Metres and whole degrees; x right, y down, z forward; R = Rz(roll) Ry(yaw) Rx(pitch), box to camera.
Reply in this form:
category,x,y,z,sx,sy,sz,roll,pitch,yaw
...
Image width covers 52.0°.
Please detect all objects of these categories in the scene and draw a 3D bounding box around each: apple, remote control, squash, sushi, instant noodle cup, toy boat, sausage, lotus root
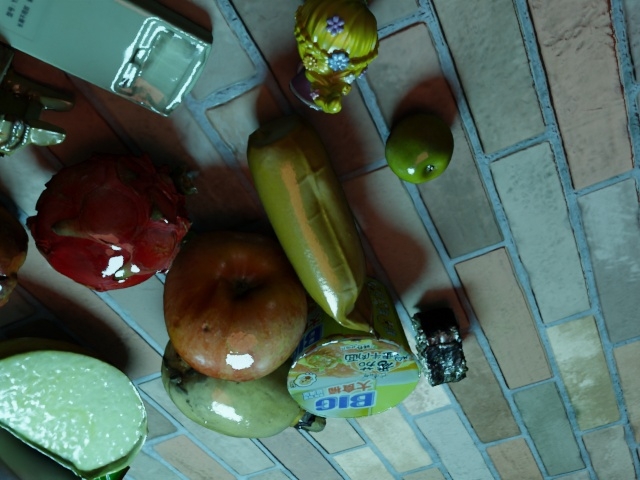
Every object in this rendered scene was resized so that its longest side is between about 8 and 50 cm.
category,x,y,z,sx,sy,sz,roll,pitch,yaw
apple,-0.115,0.083,0.898,0.210,0.209,0.164,3,150,-8
remote control,-0.262,-0.238,0.707,0.285,0.038,0.123,21,128,-25
apple,-0.434,0.255,1.041,0.254,0.179,0.346,-24,132,13
apple,0.126,-0.115,0.828,0.090,0.074,0.089,-17,147,-12
squash,-0.211,0.009,0.940,0.083,0.027,0.027,-29,129,18
sushi,0.196,0.177,1.092,0.078,0.090,0.150,-14,131,3
instant noodle cup,0.048,0.156,1.016,0.205,0.153,0.205,-1,133,-2
toy boat,-0.420,-0.189,0.696,0.310,0.089,0.115,26,135,-26
remote control,-0.497,0.377,1.097,0.332,0.103,0.221,29,155,26
sausage,0.001,-0.002,0.847,0.112,0.112,0.328,-19,115,12
lotus root,-0.112,0.237,1.056,0.183,0.182,0.310,-35,129,24

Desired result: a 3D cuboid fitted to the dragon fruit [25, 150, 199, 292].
category,x,y,z,sx,sy,sz,roll,pitch,yaw
dragon fruit,-0.256,-0.022,0.815,0.210,0.172,0.172,-21,131,3

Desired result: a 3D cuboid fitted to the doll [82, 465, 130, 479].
category,x,y,z,sx,sy,sz,roll,pitch,yaw
doll,-0.454,0.420,1.242,0.186,0.106,0.134,13,116,6

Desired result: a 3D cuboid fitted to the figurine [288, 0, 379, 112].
category,x,y,z,sx,sy,sz,roll,pitch,yaw
figurine,0.021,-0.212,0.703,0.095,0.115,0.156,8,130,-26

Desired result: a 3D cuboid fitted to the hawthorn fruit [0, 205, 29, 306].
category,x,y,z,sx,sy,sz,roll,pitch,yaw
hawthorn fruit,-0.470,0.018,0.838,0.174,0.173,0.179,-19,132,12
